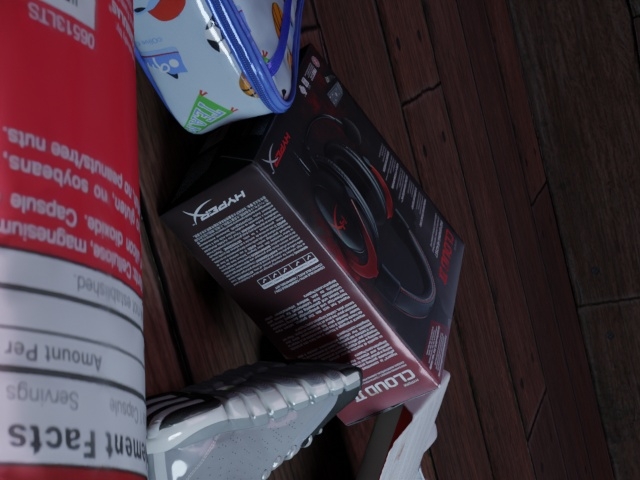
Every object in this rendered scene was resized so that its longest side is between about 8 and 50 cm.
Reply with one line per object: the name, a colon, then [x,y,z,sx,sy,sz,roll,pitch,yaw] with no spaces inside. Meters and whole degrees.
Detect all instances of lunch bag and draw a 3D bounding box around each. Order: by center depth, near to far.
lunch bag: [-0.089,-0.245,0.924,0.303,0.115,0.243,-84,152,-49]

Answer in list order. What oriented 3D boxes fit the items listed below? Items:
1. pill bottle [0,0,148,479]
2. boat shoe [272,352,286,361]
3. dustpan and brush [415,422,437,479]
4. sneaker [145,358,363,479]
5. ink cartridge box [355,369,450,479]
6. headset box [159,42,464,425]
pill bottle: [-0.183,0.034,0.421,0.229,0.229,0.408,30,53,-63]
boat shoe: [-0.002,0.130,1.071,0.190,0.068,0.072,-27,120,-60]
dustpan and brush: [0.105,0.239,1.269,0.211,0.060,0.147,-22,101,-68]
sneaker: [-0.054,0.171,0.855,0.228,0.086,0.132,-9,98,-44]
ink cartridge box: [0.052,0.225,1.049,0.224,0.056,0.181,-23,132,-67]
headset box: [0.016,0.003,0.997,0.293,0.110,0.218,51,31,-21]
